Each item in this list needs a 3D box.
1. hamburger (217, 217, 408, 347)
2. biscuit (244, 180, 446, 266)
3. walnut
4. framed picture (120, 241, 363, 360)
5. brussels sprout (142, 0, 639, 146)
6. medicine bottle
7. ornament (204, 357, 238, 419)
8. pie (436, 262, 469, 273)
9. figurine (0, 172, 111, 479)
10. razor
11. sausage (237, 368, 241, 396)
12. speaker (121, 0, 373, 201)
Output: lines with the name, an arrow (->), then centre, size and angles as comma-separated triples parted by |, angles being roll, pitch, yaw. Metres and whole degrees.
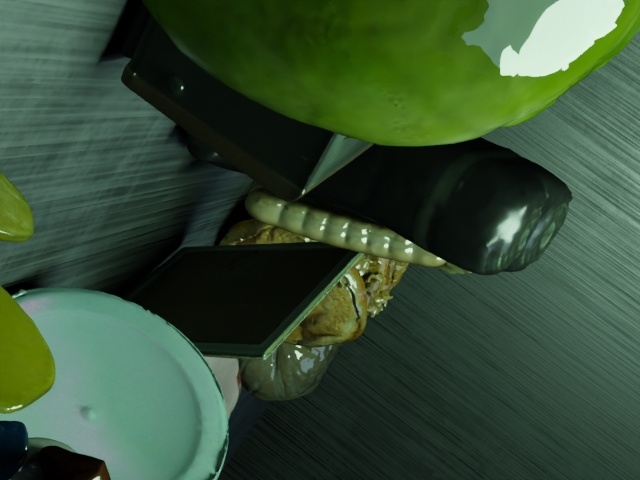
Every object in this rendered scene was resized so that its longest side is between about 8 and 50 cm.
hamburger -> 0.002, 0.007, 1.504 | 0.211, 0.245, 0.260 | -43, 147, -44
biscuit -> 0.036, -0.053, 1.255 | 0.325, 0.217, 0.044 | -81, -175, -71
walnut -> -0.065, 0.173, 1.945 | 0.224, 0.224, 0.224 | -52, 172, -11
framed picture -> -0.106, 0.061, 1.192 | 0.216, 0.273, 0.016 | -45, 123, -44
brussels sprout -> 0.041, -0.216, 0.571 | 0.344, 0.344, 0.268 | -50, -153, -21
medicine bottle -> -0.242, 0.219, 0.981 | 0.245, 0.245, 0.290 | -43, 169, -51
ornament -> -0.182, 0.154, 1.284 | 0.177, 0.177, 0.177 | -52, 172, -11
pie -> 0.130, -0.110, 1.506 | 0.077, 0.339, 0.339 | -21, 159, -21
figurine -> -0.259, 0.152, 0.726 | 0.338, 0.283, 0.204 | -40, -148, 18
razor -> 0.054, -0.071, 1.065 | 0.204, 0.349, 0.113 | -9, 119, -66
sausage -> -0.188, 0.215, 1.634 | 0.148, 0.148, 0.254 | -49, 173, -26
speaker -> -0.007, -0.162, 0.860 | 0.153, 0.192, 0.231 | -60, 170, 29
